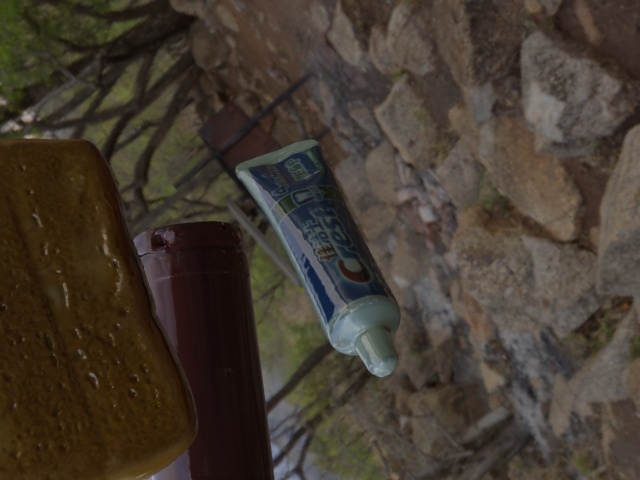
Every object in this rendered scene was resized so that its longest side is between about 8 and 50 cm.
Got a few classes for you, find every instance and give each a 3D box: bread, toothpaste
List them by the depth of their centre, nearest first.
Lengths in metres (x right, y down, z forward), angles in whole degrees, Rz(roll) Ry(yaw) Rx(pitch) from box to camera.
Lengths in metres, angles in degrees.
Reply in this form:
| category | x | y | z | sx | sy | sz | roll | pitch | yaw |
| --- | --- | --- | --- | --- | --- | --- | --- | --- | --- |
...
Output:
| category | x | y | z | sx | sy | sz | roll | pitch | yaw |
| --- | --- | --- | --- | --- | --- | --- | --- | --- | --- |
| bread | -0.149 | 0.041 | 0.398 | 0.077 | 0.116 | 0.200 | -48 | 60 | 50 |
| toothpaste | 0.000 | 0.000 | 0.416 | 0.197 | 0.057 | 0.035 | -117 | 8 | -49 |

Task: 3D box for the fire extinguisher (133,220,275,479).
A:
| category | x | y | z | sx | sy | sz | roll | pitch | yaw |
| --- | --- | --- | --- | --- | --- | --- | --- | --- | --- |
| fire extinguisher | -0.083 | 0.125 | 0.596 | 0.105 | 0.104 | 0.269 | 65 | -164 | -76 |
